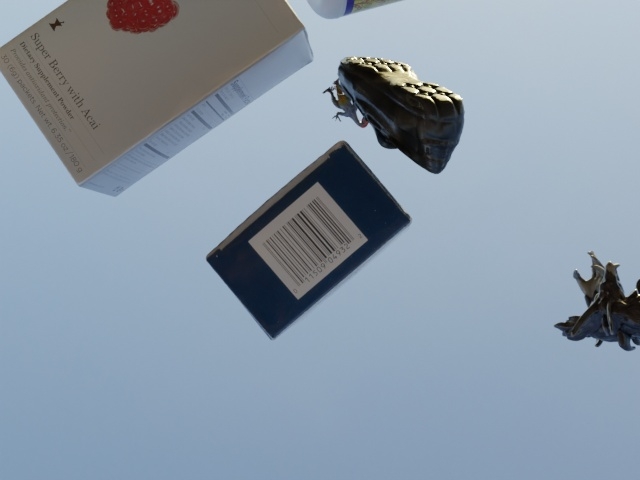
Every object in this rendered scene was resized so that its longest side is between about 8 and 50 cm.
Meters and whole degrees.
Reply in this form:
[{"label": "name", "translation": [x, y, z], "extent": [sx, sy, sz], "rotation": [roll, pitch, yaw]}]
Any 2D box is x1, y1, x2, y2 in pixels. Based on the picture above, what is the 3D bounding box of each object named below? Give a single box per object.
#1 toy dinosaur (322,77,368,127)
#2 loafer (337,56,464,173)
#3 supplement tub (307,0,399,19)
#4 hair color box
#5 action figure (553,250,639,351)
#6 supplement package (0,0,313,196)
[{"label": "toy dinosaur", "translation": [0.045, -0.200, 1.682], "extent": [0.047, 0.082, 0.090], "rotation": [-40, 180, 22]}, {"label": "loafer", "translation": [0.071, -0.130, 1.139], "extent": [0.076, 0.078, 0.223], "rotation": [-1, -157, -22]}, {"label": "supplement tub", "translation": [0.127, -0.530, 1.966], "extent": [0.331, 0.241, 0.241], "rotation": [-17, -145, -10]}, {"label": "hair color box", "translation": [0.000, 0.000, 1.207], "extent": [0.174, 0.105, 0.347], "rotation": [-40, 177, 3]}, {"label": "action figure", "translation": [0.380, 0.060, 1.371], "extent": [0.164, 0.140, 0.276], "rotation": [-17, 167, 39]}, {"label": "supplement package", "translation": [-0.177, -0.205, 1.278], "extent": [0.293, 0.177, 0.175], "rotation": [-35, 177, 1]}]
